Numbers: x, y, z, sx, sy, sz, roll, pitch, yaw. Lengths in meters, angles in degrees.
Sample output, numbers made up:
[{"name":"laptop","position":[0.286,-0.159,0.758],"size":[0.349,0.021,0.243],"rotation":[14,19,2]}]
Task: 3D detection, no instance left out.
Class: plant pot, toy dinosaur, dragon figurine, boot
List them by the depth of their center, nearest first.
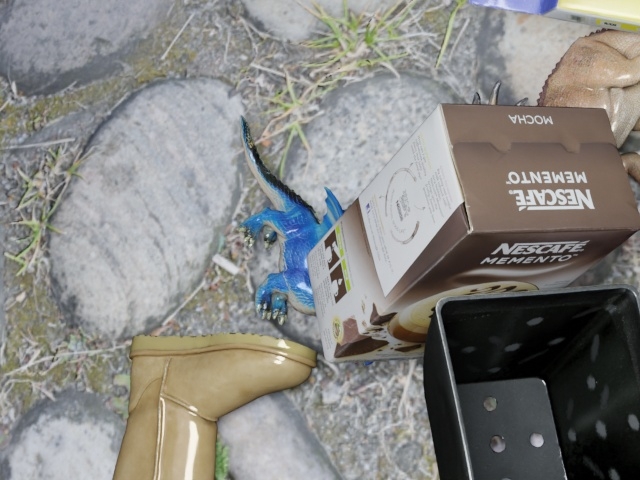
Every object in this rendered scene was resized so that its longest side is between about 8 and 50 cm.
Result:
[{"name":"plant pot","position":[0.184,0.160,1.191],"size":[0.187,0.167,0.188],"rotation":[-4,67,-14]},{"name":"toy dinosaur","position":[0.248,-0.125,1.308],"size":[0.200,0.127,0.296],"rotation":[32,83,36]},{"name":"boot","position":[-0.117,0.234,1.380],"size":[0.236,0.089,0.270],"rotation":[-5,71,34]},{"name":"dragon figurine","position":[0.000,0.000,1.395],"size":[0.144,0.085,0.289],"rotation":[-16,72,17]}]

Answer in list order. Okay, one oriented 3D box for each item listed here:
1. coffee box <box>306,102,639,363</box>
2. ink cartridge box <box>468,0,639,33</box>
[{"name":"coffee box","position":[0.123,0.003,1.195],"size":[0.297,0.168,0.119],"rotation":[130,134,-56]},{"name":"ink cartridge box","position":[0.315,-0.341,1.240],"size":[0.307,0.072,0.304],"rotation":[12,90,8]}]
